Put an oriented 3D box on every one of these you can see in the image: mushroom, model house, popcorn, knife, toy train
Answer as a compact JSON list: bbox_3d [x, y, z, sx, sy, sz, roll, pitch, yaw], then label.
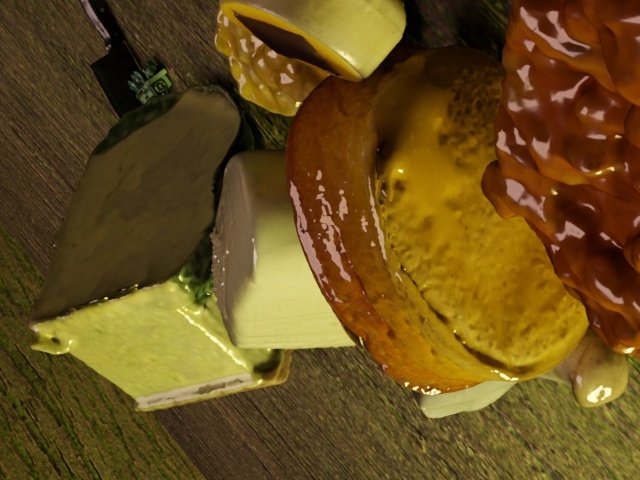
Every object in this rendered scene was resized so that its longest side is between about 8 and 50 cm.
[{"bbox_3d":[0.151,0.090,1.147,0.118,0.103,0.270,59,156,-6],"label":"mushroom"},{"bbox_3d":[-0.120,0.026,1.484,0.261,0.321,0.266,-17,132,32],"label":"model house"},{"bbox_3d":[-0.015,-0.185,1.053,0.163,0.140,0.194,41,154,25],"label":"popcorn"},{"bbox_3d":[-0.251,-0.209,1.695,0.019,0.072,0.245,-18,106,43],"label":"knife"},{"bbox_3d":[-0.207,-0.190,1.666,0.053,0.033,0.083,53,161,-5],"label":"toy train"}]

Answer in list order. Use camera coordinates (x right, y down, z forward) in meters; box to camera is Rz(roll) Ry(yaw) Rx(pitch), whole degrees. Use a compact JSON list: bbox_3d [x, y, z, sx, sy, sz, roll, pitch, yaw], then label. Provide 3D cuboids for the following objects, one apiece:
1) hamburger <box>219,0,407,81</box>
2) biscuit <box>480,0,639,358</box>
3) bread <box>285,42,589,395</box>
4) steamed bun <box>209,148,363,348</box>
[{"bbox_3d":[-0.008,-0.165,0.904,0.141,0.081,0.126,23,175,44],"label":"hamburger"},{"bbox_3d":[0.228,-0.019,0.766,0.318,0.110,0.312,46,157,28],"label":"biscuit"},{"bbox_3d":[0.088,-0.014,0.990,0.143,0.195,0.269,-5,119,58],"label":"bread"},{"bbox_3d":[0.000,0.000,1.229,0.250,0.200,0.155,114,151,-66],"label":"steamed bun"}]
